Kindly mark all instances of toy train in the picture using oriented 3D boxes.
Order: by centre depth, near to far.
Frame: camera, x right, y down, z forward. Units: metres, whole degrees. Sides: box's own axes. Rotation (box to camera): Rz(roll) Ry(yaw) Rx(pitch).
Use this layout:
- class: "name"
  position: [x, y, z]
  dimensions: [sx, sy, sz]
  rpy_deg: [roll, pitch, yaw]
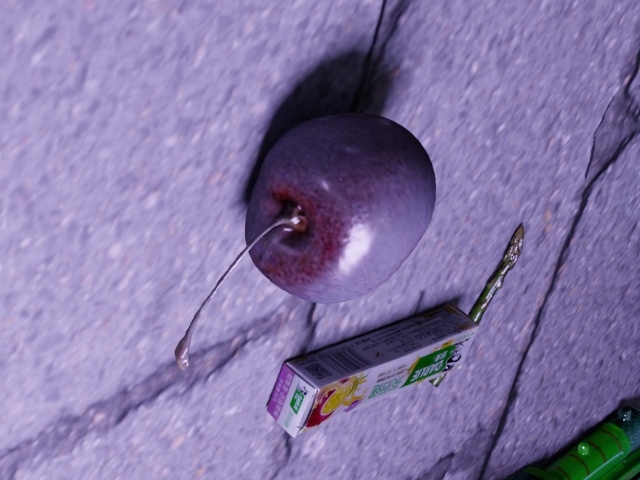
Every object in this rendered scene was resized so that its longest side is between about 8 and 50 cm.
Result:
- class: "toy train"
  position: [0.266, 0.260, 2.012]
  dimensions: [0.251, 0.085, 0.119]
  rpy_deg: [-31, 132, -40]

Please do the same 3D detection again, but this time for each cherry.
- class: "cherry"
  position: [0.001, -0.004, 1.248]
  dimensions: [0.148, 0.115, 0.188]
  rpy_deg: [-79, -164, -54]

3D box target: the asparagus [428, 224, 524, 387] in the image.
- class: "asparagus"
  position: [0.134, 0.057, 1.611]
  dimensions: [0.016, 0.016, 0.163]
  rpy_deg: [10, 119, -39]

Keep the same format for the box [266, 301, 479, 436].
- class: "box"
  position: [0.044, 0.099, 1.502]
  dimensions: [0.207, 0.041, 0.050]
  rpy_deg: [-17, 136, -47]
